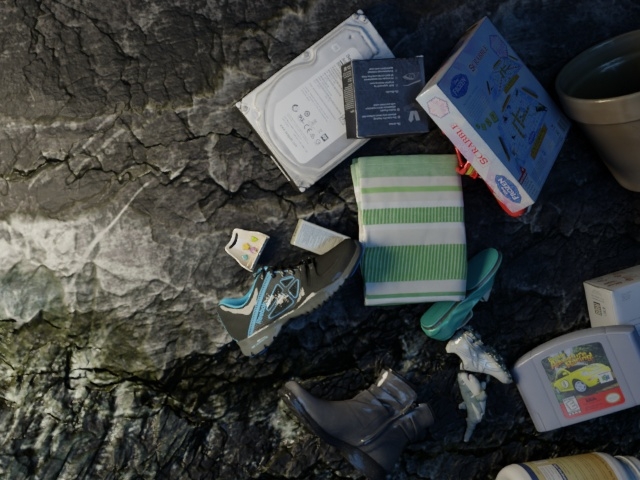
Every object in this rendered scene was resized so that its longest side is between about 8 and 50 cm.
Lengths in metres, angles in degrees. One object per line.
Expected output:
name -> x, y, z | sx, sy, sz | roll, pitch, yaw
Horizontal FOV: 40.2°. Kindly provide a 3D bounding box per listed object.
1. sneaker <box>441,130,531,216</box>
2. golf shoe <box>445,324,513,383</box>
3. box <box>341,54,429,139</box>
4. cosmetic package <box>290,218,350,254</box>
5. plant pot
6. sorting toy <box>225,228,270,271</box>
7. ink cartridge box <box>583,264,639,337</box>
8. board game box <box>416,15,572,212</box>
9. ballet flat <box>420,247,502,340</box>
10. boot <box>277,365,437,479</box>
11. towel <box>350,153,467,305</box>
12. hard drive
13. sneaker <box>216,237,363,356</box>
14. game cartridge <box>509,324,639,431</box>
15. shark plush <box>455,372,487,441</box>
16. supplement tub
sneaker -> 0.353, -0.160, 1.908 | 0.118, 0.107, 0.279 | -33, 91, -29
golf shoe -> 0.359, 0.273, 1.987 | 0.086, 0.069, 0.176 | -43, 100, 14
box -> 0.131, -0.292, 1.797 | 0.156, 0.093, 0.158 | -6, 95, -13
cosmetic package -> 0.000, 0.000, 1.883 | 0.115, 0.041, 0.060 | 22, 90, -14
plant pot -> 0.711, -0.271, 1.908 | 0.323, 0.323, 0.280 | -33, 117, -8
sorting toy -> -0.159, 0.013, 1.850 | 0.075, 0.045, 0.083 | 27, 89, -6
ink cartridge box -> 0.800, 0.192, 2.036 | 0.309, 0.130, 0.272 | -15, 100, -11
board game box -> 0.376, -0.271, 1.845 | 0.318, 0.066, 0.319 | 48, 46, -12
ballet flat -> 0.325, 0.126, 1.958 | 0.247, 0.083, 0.087 | -47, 127, -5
boot -> 0.082, 0.355, 1.908 | 0.338, 0.118, 0.223 | 44, 82, -24
towel -> 0.195, -0.025, 1.892 | 0.248, 0.038, 0.325 | -2, 81, -12
hard drive -> 0.018, -0.294, 1.852 | 0.339, 0.064, 0.237 | -38, 102, -8
sneaker -> -0.062, 0.095, 1.818 | 0.341, 0.125, 0.140 | -39, 95, 2
game cartridge -> 0.588, 0.303, 1.964 | 0.294, 0.060, 0.196 | -23, 94, 22
shark plush -> 0.342, 0.379, 2.004 | 0.067, 0.073, 0.161 | 4, 116, 6
supplement tub -> 0.574, 0.602, 1.969 | 0.316, 0.228, 0.228 | -5, 96, -12
